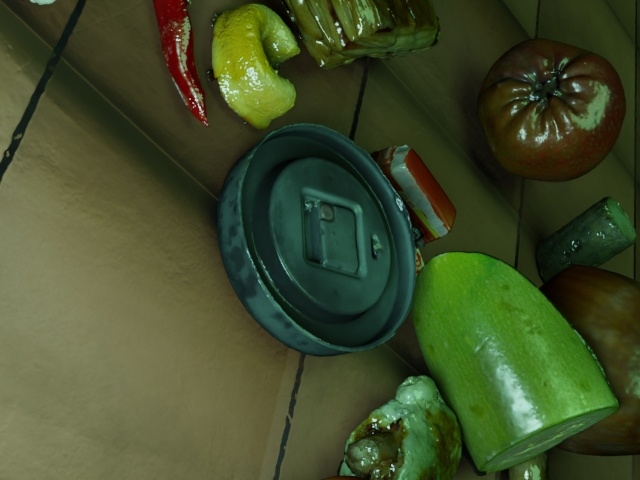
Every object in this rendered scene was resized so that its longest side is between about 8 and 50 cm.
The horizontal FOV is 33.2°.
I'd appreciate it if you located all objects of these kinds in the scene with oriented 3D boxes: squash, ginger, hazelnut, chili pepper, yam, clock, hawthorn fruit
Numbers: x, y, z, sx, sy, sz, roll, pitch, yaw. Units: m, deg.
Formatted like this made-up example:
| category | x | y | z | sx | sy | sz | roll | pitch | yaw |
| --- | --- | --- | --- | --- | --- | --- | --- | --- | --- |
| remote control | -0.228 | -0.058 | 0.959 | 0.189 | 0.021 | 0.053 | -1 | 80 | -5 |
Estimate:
| category | x | y | z | sx | sy | sz | roll | pitch | yaw |
| --- | --- | --- | --- | --- | --- | --- | --- | --- | --- |
| squash | 0.265 | 0.168 | 1.638 | 0.210 | 0.233 | 0.309 | 5 | 54 | -48 |
| ginger | 0.352 | 0.421 | 1.780 | 0.095 | 0.069 | 0.190 | 13 | 65 | -45 |
| hazelnut | 0.469 | 0.215 | 1.810 | 0.365 | 0.365 | 0.366 | 27 | 55 | -45 |
| chili pepper | -0.187 | -0.274 | 1.401 | 0.050 | 0.059 | 0.268 | -9 | 84 | -16 |
| yam | 0.510 | 0.010 | 2.095 | 0.107 | 0.194 | 0.107 | 34 | 34 | -28 |
| clock | 0.000 | 0.000 | 1.464 | 0.325 | 0.067 | 0.325 | 20 | 59 | -37 |
| hawthorn fruit | 0.441 | -0.229 | 2.055 | 0.298 | 0.276 | 0.277 | 39 | 43 | -64 |

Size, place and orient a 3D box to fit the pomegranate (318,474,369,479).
| category | x | y | z | sx | sy | sz | roll | pitch | yaw |
| --- | --- | --- | --- | --- | --- | --- | --- | --- | --- |
| pomegranate | 0.026 | 0.377 | 1.251 | 0.209 | 0.209 | 0.209 | 27 | 55 | -45 |

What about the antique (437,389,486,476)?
| category | x | y | z | sx | sy | sz | roll | pitch | yaw |
| --- | --- | --- | --- | --- | --- | --- | --- | --- | --- |
| antique | 0.213 | 0.297 | 1.697 | 0.192 | 0.015 | 0.031 | 55 | 38 | -21 |

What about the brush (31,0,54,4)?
| category | x | y | z | sx | sy | sz | roll | pitch | yaw |
| --- | --- | --- | --- | --- | --- | --- | --- | --- | --- |
| brush | -0.328 | -0.412 | 1.190 | 0.166 | 0.174 | 0.267 | 38 | 28 | -57 |

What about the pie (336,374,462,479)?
| category | x | y | z | sx | sy | sz | roll | pitch | yaw |
| --- | --- | --- | --- | --- | --- | --- | --- | --- | --- |
| pie | 0.125 | 0.334 | 1.509 | 0.274 | 0.105 | 0.257 | -43 | 124 | -49 |

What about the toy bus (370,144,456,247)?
| category | x | y | z | sx | sy | sz | roll | pitch | yaw |
| --- | --- | --- | --- | --- | --- | --- | --- | --- | --- |
| toy bus | 0.149 | -0.077 | 1.728 | 0.174 | 0.077 | 0.079 | 53 | 39 | -25 |

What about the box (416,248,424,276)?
| category | x | y | z | sx | sy | sz | roll | pitch | yaw |
| --- | --- | --- | --- | --- | --- | --- | --- | --- | --- |
| box | 0.155 | 0.063 | 1.726 | 0.058 | 0.015 | 0.093 | -22 | 93 | -56 |

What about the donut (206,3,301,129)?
| category | x | y | z | sx | sy | sz | roll | pitch | yaw |
| --- | --- | --- | --- | --- | --- | --- | --- | --- | --- |
| donut | -0.089 | -0.256 | 1.496 | 0.146 | 0.078 | 0.181 | 45 | 42 | -36 |

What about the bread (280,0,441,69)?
| category | x | y | z | sx | sy | sz | roll | pitch | yaw |
| --- | --- | --- | --- | --- | --- | --- | --- | --- | --- |
| bread | 0.042 | -0.402 | 1.658 | 0.324 | 0.167 | 0.278 | -26 | 96 | -63 |
